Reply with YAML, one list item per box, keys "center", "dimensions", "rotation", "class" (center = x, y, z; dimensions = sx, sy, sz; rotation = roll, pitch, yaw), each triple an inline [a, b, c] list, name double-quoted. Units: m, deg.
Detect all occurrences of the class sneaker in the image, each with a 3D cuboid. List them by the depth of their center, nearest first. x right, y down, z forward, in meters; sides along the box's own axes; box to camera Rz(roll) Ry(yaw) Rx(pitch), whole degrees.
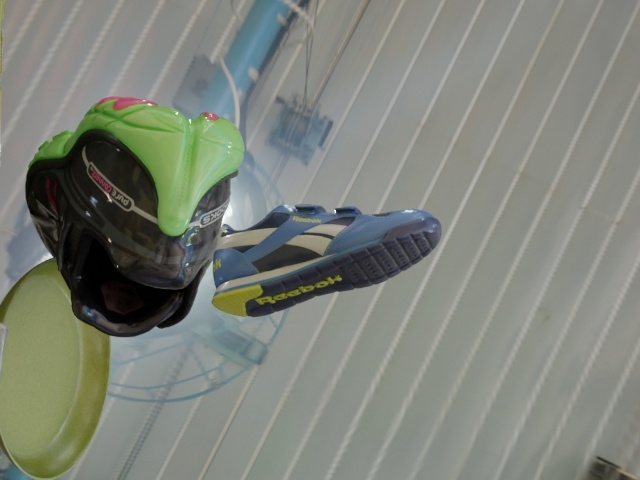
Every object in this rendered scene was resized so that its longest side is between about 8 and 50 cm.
- center: [0.000, 0.000, 0.681]
  dimensions: [0.144, 0.053, 0.059]
  rotation: [-14, -119, 7]
  class: "sneaker"
- center: [-0.216, -0.002, 1.157]
  dimensions: [0.185, 0.483, 0.202]
  rotation: [13, -103, -15]
  class: "sneaker"

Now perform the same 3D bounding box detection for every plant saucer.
- center: [-0.299, 0.137, 1.230]
  dimensions: [0.037, 0.241, 0.241]
  rotation: [1, -97, 17]
  class: "plant saucer"

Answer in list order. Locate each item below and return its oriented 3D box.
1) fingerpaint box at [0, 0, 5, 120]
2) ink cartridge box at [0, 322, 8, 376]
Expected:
- center: [-0.463, -0.176, 1.242]
  dimensions: [0.163, 0.371, 0.445]
  rotation: [6, -69, -6]
  class: "fingerpaint box"
- center: [-0.266, 0.189, 0.542]
  dimensions: [0.324, 0.071, 0.330]
  rotation: [4, -95, 29]
  class: "ink cartridge box"
